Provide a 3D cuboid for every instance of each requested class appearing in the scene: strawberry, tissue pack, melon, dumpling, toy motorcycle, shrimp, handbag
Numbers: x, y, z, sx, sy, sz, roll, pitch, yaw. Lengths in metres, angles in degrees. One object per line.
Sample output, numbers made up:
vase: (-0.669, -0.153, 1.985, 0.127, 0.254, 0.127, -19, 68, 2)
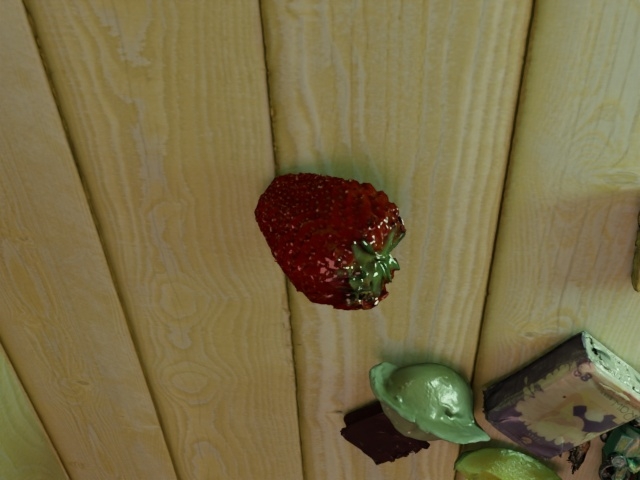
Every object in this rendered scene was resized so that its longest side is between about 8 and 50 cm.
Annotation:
strawberry: (0.000, 0.000, 1.279, 0.351, 0.267, 0.312, 27, 138, 24)
tissue pack: (0.622, 0.402, 1.489, 0.242, 0.125, 0.343, 36, 124, -12)
melon: (0.543, 0.697, 1.732, 0.323, 0.124, 0.196, 33, 126, -4)
dumpling: (0.289, 0.426, 1.552, 0.321, 0.211, 0.270, -2, 163, -1)
toy motorcycle: (0.858, 0.544, 1.551, 0.198, 0.109, 0.296, 14, 116, 3)
shrimp: (0.719, 0.603, 1.677, 0.091, 0.034, 0.161, 8, 122, 23)
handbag: (0.194, 0.578, 1.760, 0.216, 0.074, 0.203, 42, 125, -19)

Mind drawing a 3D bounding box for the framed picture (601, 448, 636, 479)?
framed picture: (0.933, 0.699, 1.614, 0.290, 0.020, 0.211, 2, 85, 12)

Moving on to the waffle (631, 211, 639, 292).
waffle: (0.771, 0.004, 1.197, 0.221, 0.055, 0.247, -3, 125, 16)
